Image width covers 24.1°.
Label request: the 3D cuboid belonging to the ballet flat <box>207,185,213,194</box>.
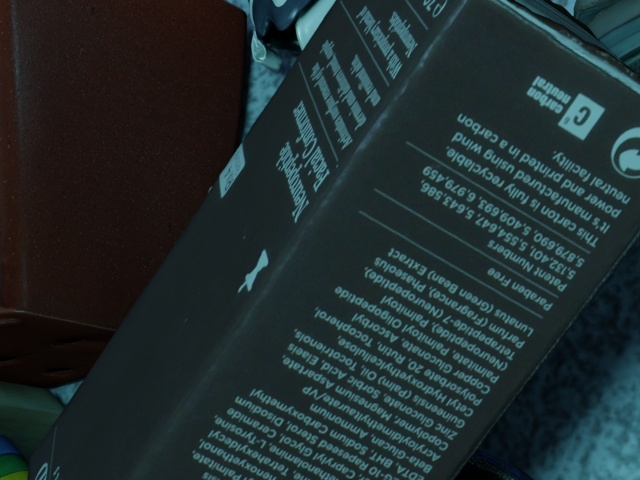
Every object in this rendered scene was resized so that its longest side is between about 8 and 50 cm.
[{"bbox_3d":[0.000,0.000,0.916,0.052,0.057,0.168,-40,49,-24],"label":"ballet flat"}]

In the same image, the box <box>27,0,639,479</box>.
[{"bbox_3d":[0.000,0.041,0.746,0.381,0.143,0.191,-57,18,14],"label":"box"}]

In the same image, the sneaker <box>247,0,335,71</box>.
[{"bbox_3d":[0.039,-0.169,0.931,0.235,0.094,0.153,-9,66,35],"label":"sneaker"}]

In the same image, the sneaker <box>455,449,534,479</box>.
[{"bbox_3d":[0.111,0.166,0.725,0.221,0.087,0.083,26,85,40],"label":"sneaker"}]

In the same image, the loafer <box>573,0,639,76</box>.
[{"bbox_3d":[0.247,-0.151,0.784,0.267,0.096,0.084,-25,50,26],"label":"loafer"}]

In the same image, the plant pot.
[{"bbox_3d":[-0.213,-0.035,0.952,0.267,0.267,0.236,-16,72,28],"label":"plant pot"}]

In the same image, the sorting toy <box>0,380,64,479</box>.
[{"bbox_3d":[-0.278,0.200,0.885,0.255,0.257,0.089,-48,68,6],"label":"sorting toy"}]
